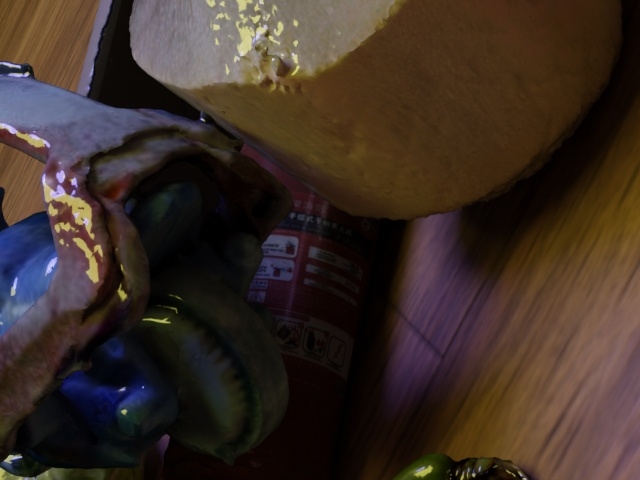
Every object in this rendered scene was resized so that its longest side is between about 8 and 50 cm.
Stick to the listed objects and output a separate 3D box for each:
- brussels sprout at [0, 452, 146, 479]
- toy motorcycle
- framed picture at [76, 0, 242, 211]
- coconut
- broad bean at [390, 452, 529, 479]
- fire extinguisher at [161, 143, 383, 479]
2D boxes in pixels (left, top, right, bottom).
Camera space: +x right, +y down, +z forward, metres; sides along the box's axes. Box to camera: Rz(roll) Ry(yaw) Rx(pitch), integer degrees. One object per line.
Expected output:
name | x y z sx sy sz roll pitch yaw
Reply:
brussels sprout | -0.200 0.195 1.155 0.117 0.155 0.155 41 112 24
toy motorcycle | -0.148 0.019 0.851 0.319 0.182 0.241 -14 81 45
framed picture | -0.083 -0.096 1.065 0.020 0.211 0.289 -22 46 36
coconut | 0.022 -0.146 0.794 0.239 0.244 0.239 -27 45 31
broad bean | 0.003 0.223 0.773 0.318 0.056 0.098 -54 25 22
fire extinguisher | 0.000 0.000 0.938 0.147 0.106 0.337 -12 57 44
